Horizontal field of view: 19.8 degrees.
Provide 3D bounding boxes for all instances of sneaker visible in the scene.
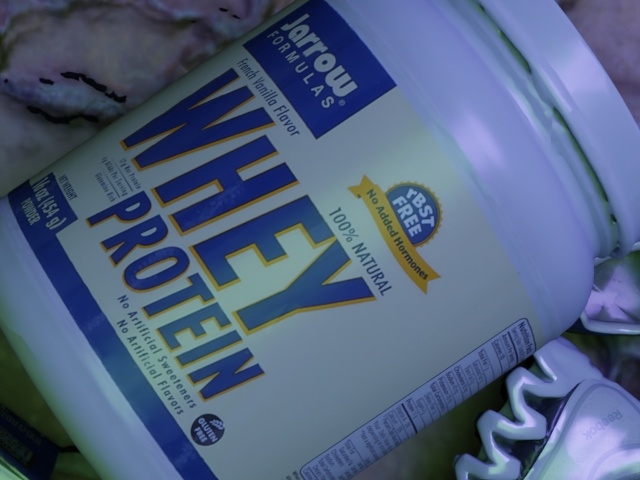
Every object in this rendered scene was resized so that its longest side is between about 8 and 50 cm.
[{"bbox_3d":[0.223,0.026,1.096,0.192,0.086,0.064,-8,92,-4],"label":"sneaker"},{"bbox_3d":[0.098,0.202,1.071,0.118,0.110,0.292,33,90,9],"label":"sneaker"}]

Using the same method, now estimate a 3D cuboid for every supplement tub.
[{"bbox_3d":[0.000,0.000,1.005,0.325,0.235,0.235,-34,93,-3],"label":"supplement tub"}]

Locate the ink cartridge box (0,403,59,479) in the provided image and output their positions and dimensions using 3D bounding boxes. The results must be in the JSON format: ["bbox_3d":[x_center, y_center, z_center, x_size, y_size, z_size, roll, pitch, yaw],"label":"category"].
[{"bbox_3d":[-0.333,0.156,1.026,0.270,0.151,0.395,38,90,-5],"label":"ink cartridge box"}]
